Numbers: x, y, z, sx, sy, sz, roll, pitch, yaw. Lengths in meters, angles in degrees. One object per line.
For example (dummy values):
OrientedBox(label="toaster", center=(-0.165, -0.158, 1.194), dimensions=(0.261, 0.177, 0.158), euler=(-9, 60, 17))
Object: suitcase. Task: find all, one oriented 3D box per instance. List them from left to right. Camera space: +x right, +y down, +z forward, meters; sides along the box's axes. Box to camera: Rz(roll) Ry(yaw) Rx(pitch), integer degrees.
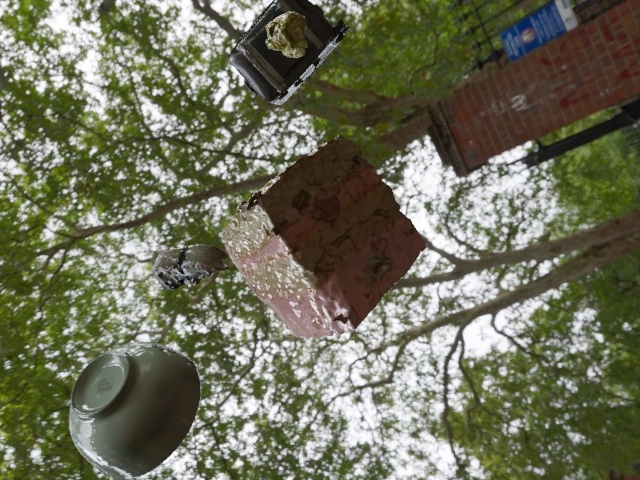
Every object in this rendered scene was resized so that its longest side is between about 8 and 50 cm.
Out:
OrientedBox(label="suitcase", center=(-0.127, -0.734, 1.884), dimensions=(0.283, 0.434, 0.194), euler=(47, -162, 0))

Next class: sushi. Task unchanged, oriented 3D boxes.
OrientedBox(label="sushi", center=(-0.411, 0.070, 1.545), dimensions=(0.109, 0.272, 0.134), euler=(52, -133, -35))

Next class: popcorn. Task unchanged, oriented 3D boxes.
OrientedBox(label="popcorn", center=(-0.077, -0.486, 1.162), dimensions=(0.089, 0.097, 0.109), euler=(-2, -127, -31))

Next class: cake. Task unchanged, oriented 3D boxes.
OrientedBox(label="cake", center=(0.000, 0.000, 1.033), dimensions=(0.314, 0.293, 0.307), euler=(-40, -86, -29))

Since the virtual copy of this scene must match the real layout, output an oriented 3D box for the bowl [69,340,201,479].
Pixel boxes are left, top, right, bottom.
OrientedBox(label="bowl", center=(-0.507, 0.403, 1.276), dimensions=(0.185, 0.353, 0.354), euler=(59, -147, -43))
